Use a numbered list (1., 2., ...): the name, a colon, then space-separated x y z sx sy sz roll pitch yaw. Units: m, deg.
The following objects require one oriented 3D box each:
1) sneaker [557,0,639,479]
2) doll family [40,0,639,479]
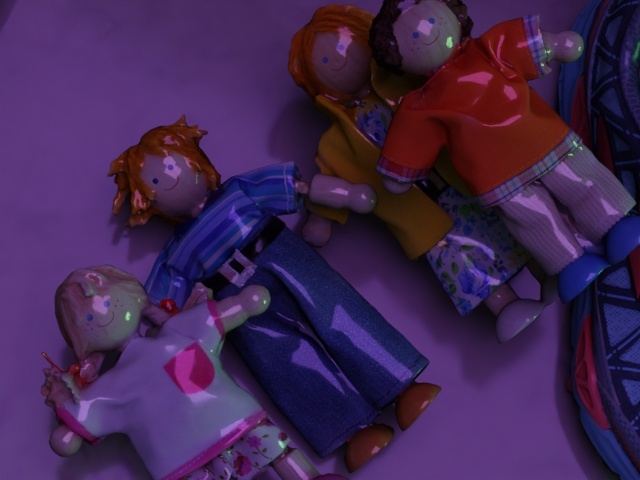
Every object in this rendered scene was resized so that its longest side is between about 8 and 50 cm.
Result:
1. sneaker: 0.155 -0.002 0.805 0.104 0.125 0.262 -8 76 -8
2. doll family: 0.000 0.000 0.810 0.263 0.118 0.163 -41 89 4
